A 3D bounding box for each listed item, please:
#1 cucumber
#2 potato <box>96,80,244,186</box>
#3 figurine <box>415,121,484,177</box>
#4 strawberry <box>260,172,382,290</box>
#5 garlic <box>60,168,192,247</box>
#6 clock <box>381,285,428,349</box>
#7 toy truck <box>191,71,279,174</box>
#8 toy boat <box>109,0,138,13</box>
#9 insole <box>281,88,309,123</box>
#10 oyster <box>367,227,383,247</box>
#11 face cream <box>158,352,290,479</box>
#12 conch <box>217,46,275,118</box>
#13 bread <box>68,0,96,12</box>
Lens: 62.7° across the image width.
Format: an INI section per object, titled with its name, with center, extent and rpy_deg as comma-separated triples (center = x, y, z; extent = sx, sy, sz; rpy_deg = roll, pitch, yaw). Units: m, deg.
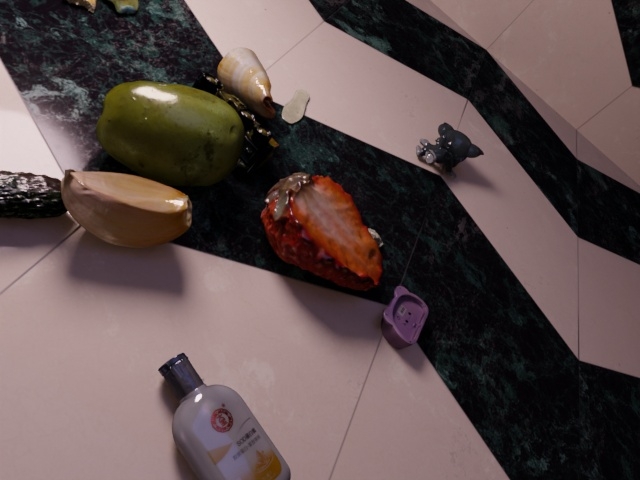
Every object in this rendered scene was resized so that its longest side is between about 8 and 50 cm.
[cucumber]
center = -0.588, -0.076, 0.875
extent = 0.359, 0.096, 0.096
rpy_deg = -2, 60, -38
[potato]
center = -0.310, -0.227, 1.123
extent = 0.304, 0.216, 0.216
rpy_deg = 14, 51, -36
[figurine]
center = 0.424, -0.325, 1.818
extent = 0.193, 0.140, 0.265
rpy_deg = 45, 25, 25
[strawberry]
center = 0.000, 0.000, 1.244
extent = 0.336, 0.149, 0.265
rpy_deg = 46, 35, -14
[garlic]
center = -0.367, -0.069, 0.985
extent = 0.244, 0.164, 0.146
rpy_deg = 15, 67, -37
[clock]
center = 0.200, 0.191, 1.303
extent = 0.110, 0.050, 0.153
rpy_deg = 42, 42, -3
[toy truck]
center = -0.222, -0.295, 1.312
extent = 0.257, 0.127, 0.127
rpy_deg = 44, 28, 1
[toy boat]
center = -0.588, -0.725, 1.387
extent = 0.276, 0.084, 0.111
rpy_deg = 46, 41, 3
[insole]
center = -0.073, -0.406, 1.587
extent = 0.063, 0.010, 0.192
rpy_deg = 33, 44, -12
[oyster]
center = 0.124, -0.020, 1.417
extent = 0.100, 0.037, 0.098
rpy_deg = -18, 70, -44
[face cream]
center = -0.175, 0.325, 0.898
extent = 0.143, 0.071, 0.291
rpy_deg = -25, 75, -46
[conch]
center = -0.201, -0.409, 1.384
extent = 0.127, 0.158, 0.255
rpy_deg = -12, 40, -14
[bread]
center = -0.609, -0.620, 1.327
extent = 0.083, 0.035, 0.070
rpy_deg = 12, 52, -39
